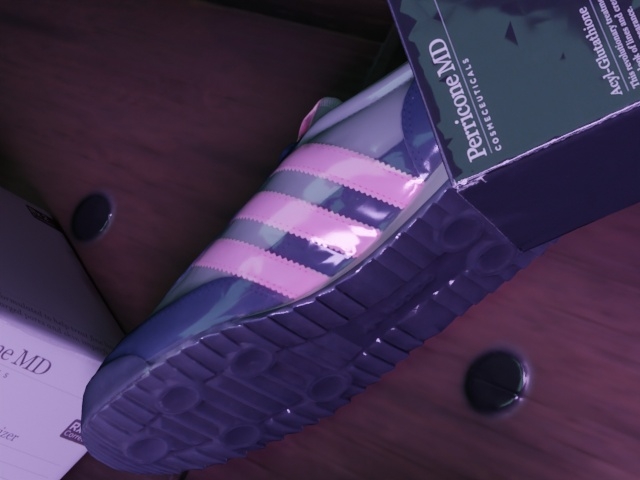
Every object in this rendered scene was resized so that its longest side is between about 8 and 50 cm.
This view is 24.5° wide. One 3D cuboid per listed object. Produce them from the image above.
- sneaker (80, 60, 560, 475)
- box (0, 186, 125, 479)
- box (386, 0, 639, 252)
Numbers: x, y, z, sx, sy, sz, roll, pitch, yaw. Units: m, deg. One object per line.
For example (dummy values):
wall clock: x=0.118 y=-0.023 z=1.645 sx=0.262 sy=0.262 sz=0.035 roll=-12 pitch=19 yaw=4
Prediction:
sneaker: x=0.000 y=0.000 z=0.778 sx=0.319 sy=0.112 sz=0.131 roll=-34 pitch=47 yaw=10
box: x=-0.227 y=0.040 z=0.867 sx=0.119 sy=0.181 sz=0.182 roll=-46 pitch=49 yaw=9
box: x=0.113 y=-0.155 z=0.643 sx=0.184 sy=0.103 sz=0.261 roll=-23 pitch=66 yaw=14
